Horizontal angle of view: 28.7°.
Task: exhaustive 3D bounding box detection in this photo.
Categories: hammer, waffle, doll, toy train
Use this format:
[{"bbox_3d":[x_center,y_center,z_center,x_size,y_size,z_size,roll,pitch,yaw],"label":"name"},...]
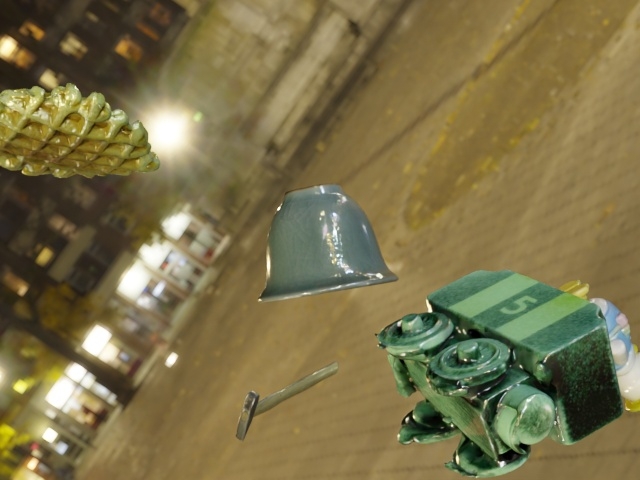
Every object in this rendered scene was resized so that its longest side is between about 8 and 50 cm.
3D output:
[{"bbox_3d":[-0.035,0.179,1.468,0.199,0.013,0.062,-19,-47,-57],"label":"hammer"},{"bbox_3d":[-0.309,-0.124,1.485,0.208,0.214,0.054,52,-143,-67],"label":"waffle"},{"bbox_3d":[0.430,0.163,1.823,0.099,0.241,0.135,-52,10,-32],"label":"doll"},{"bbox_3d":[0.207,0.154,1.483,0.238,0.167,0.299,-25,24,-20],"label":"toy train"}]

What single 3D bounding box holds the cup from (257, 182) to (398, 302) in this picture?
[{"bbox_3d":[0.000,0.000,1.748,0.199,0.199,0.150,154,108,-80],"label":"cup"}]
